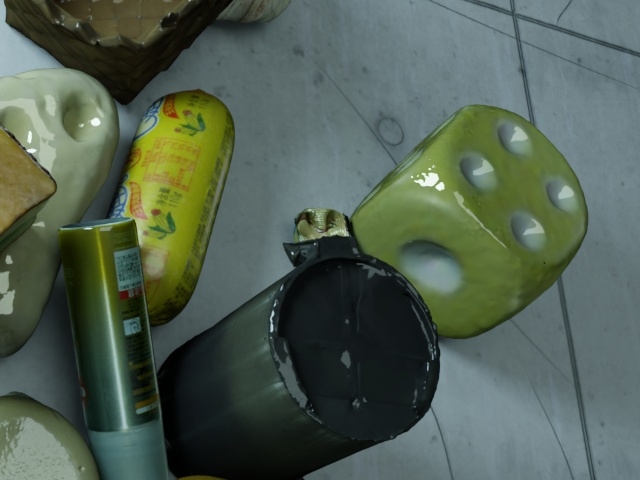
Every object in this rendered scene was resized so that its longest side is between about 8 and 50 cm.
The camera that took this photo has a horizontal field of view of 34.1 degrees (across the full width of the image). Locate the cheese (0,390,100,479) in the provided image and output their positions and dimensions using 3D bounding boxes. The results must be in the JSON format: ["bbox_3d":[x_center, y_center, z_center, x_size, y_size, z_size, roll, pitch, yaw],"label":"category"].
[{"bbox_3d":[-0.304,0.251,1.038,0.175,0.091,0.202,15,59,-26],"label":"cheese"}]

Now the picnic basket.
[{"bbox_3d":[-0.221,-0.349,1.195,0.254,0.321,0.291,36,64,3],"label":"picnic basket"}]

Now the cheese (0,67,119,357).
[{"bbox_3d":[-0.398,-0.092,1.109,0.328,0.130,0.351,30,57,-20],"label":"cheese"}]

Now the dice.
[{"bbox_3d":[0.200,-0.027,1.412,0.238,0.227,0.233,46,50,-5],"label":"dice"}]

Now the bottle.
[{"bbox_3d":[-0.215,0.122,1.097,0.082,0.082,0.286,-12,99,-36],"label":"bottle"}]

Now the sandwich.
[{"bbox_3d":[-0.387,-0.057,0.959,0.220,0.108,0.186,46,54,-7],"label":"sandwich"}]

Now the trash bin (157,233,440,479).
[{"bbox_3d":[-0.033,0.155,1.123,0.203,0.301,0.252,-8,72,-36],"label":"trash bin"}]

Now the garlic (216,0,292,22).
[{"bbox_3d":[-0.093,-0.414,1.406,0.199,0.226,0.199,10,65,-23],"label":"garlic"}]

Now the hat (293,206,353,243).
[{"bbox_3d":[0.001,0.000,1.376,0.076,0.059,0.077,-1,63,-16],"label":"hat"}]

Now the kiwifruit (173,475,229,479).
[{"bbox_3d":[-0.102,0.342,1.059,0.234,0.196,0.196,30,52,9],"label":"kiwifruit"}]

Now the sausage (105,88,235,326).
[{"bbox_3d":[-0.181,-0.047,1.236,0.123,0.123,0.347,24,57,-22],"label":"sausage"}]
